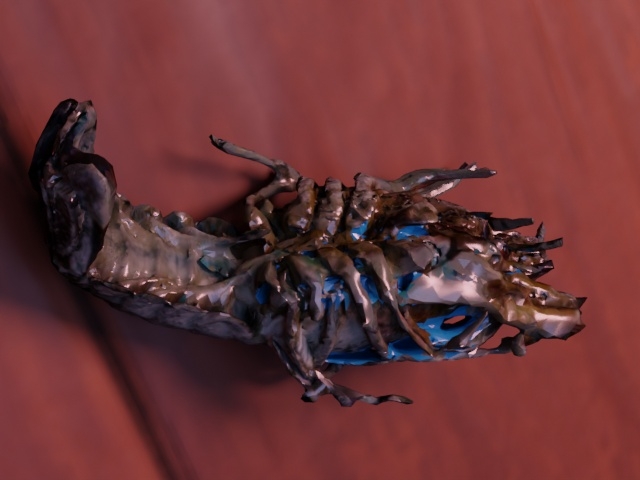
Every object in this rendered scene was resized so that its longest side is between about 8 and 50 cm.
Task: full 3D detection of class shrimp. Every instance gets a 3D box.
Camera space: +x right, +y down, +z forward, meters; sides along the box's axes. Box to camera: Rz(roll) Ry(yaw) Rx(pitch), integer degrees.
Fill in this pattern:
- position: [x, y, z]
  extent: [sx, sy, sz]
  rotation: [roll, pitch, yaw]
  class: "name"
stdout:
- position: [-0.003, 0.002, 0.360]
  extent: [0.174, 0.076, 0.082]
  rotation: [11, 49, -26]
  class: "shrimp"
